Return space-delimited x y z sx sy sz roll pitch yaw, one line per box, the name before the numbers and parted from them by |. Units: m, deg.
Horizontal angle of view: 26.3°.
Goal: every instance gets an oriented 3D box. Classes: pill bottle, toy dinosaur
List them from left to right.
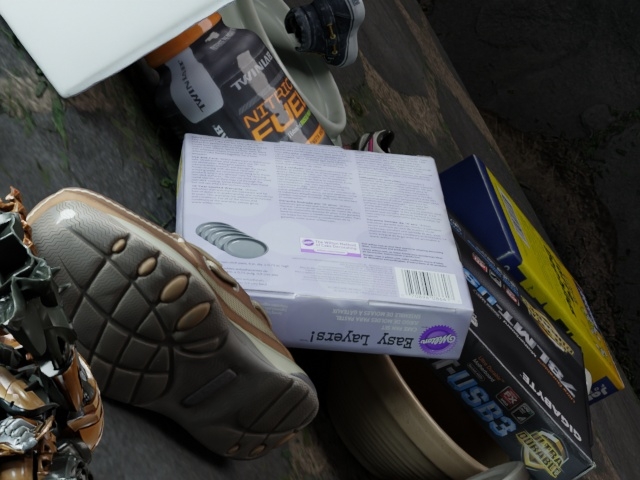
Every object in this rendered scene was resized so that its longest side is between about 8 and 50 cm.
toy dinosaur | -0.191 0.093 0.760 0.322 0.164 0.218 50 -10 45
pill bottle | -0.083 -0.126 1.405 0.245 0.130 0.130 54 17 -16

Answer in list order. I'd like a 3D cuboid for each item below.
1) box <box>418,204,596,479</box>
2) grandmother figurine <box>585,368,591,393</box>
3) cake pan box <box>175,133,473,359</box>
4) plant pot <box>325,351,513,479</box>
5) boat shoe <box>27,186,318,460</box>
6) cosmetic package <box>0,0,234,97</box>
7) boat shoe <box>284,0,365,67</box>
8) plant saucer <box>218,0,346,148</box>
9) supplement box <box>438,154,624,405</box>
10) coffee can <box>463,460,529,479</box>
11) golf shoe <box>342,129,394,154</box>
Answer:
box | 0.174 0.093 1.480 0.295 0.073 0.293 47 17 -8
grandmother figurine | 0.217 0.177 1.663 0.342 0.104 0.207 5 59 -47
cake pan box | 0.000 0.000 1.254 0.245 0.267 0.070 -99 -163 -51
plant pot | 0.083 0.171 1.398 0.237 0.110 0.237 45 17 -18
boat shoe | -0.120 0.055 1.031 0.324 0.123 0.116 51 10 -48
cosmetic package | -0.184 -0.407 1.242 0.393 0.327 0.329 55 16 -18
boat shoe | -0.002 -0.248 1.637 0.183 0.083 0.065 104 -38 -74
plant saucer | -0.066 -0.200 1.642 0.400 0.101 0.400 52 18 -25
supplement box | 0.231 0.090 1.851 0.356 0.194 0.195 45 21 -41
coffee can | 0.143 0.350 1.124 0.275 0.202 0.201 62 16 6
golf shoe | 0.087 -0.081 1.918 0.067 0.086 0.186 42 25 -51
